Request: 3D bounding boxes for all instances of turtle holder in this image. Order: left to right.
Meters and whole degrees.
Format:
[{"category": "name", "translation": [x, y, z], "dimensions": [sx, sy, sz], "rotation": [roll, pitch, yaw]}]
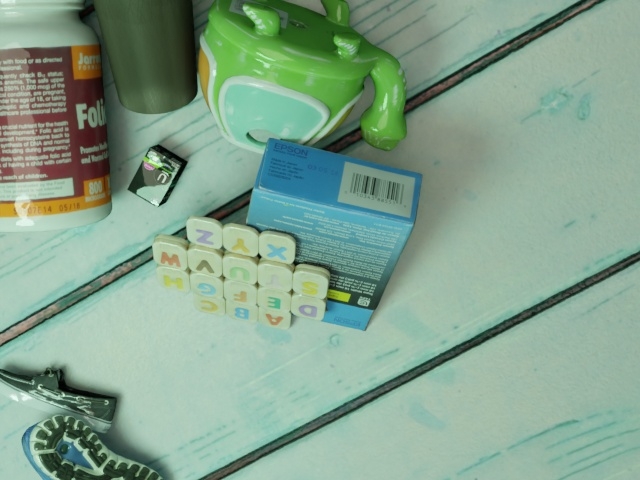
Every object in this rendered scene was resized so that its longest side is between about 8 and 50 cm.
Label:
[{"category": "turtle holder", "translation": [-0.034, -0.253, 1.472], "dimensions": [0.320, 0.243, 0.228], "rotation": [1, 124, -34]}]

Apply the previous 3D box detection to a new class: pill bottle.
[{"category": "pill bottle", "translation": [-0.450, -0.222, 1.497], "dimensions": [0.224, 0.224, 0.392], "rotation": [-1, 102, 5]}]

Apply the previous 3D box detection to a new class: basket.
[{"category": "basket", "translation": [-0.262, -0.320, 1.462], "dimensions": [0.154, 0.204, 0.227], "rotation": [-3, 128, -1]}]

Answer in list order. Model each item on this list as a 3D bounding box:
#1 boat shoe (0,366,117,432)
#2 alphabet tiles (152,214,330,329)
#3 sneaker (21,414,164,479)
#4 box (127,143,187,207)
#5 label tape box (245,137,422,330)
[{"category": "boat shoe", "translation": [-0.464, 0.262, 1.678], "dimensions": [0.228, 0.080, 0.076], "rotation": [22, 86, 3]}, {"category": "alphabet tiles", "translation": [-0.127, 0.061, 1.536], "dimensions": [0.284, 0.021, 0.278], "rotation": [12, 146, 3]}, {"category": "sneaker", "translation": [-0.390, 0.421, 1.687], "dimensions": [0.330, 0.147, 0.130], "rotation": [50, 59, -21]}, {"category": "box", "translation": [-0.270, -0.107, 1.591], "dimensions": [0.062, 0.052, 0.083], "rotation": [31, 104, 0]}, {"category": "label tape box", "translation": [0.000, 0.000, 1.523], "dimensions": [0.240, 0.106, 0.334], "rotation": [13, 146, -3]}]
